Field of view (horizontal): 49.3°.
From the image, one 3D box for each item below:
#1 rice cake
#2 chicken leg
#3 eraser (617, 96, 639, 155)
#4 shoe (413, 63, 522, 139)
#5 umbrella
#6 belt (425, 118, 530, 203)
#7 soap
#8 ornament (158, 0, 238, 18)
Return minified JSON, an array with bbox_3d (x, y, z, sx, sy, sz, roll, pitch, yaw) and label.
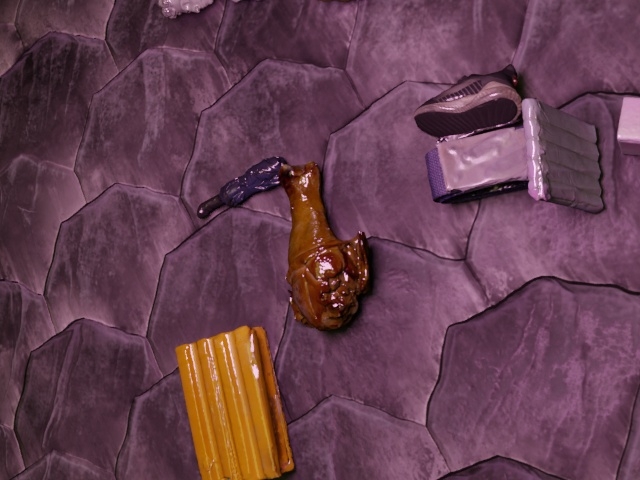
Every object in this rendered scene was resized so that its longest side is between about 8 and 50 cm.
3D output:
[{"bbox_3d":[0.424,-0.143,1.222,0.037,0.198,0.189,-10,82,50],"label":"rice cake"},{"bbox_3d":[0.006,0.005,1.429,0.212,0.140,0.360,-8,85,32],"label":"chicken leg"},{"bbox_3d":[0.649,-0.172,1.153,0.287,0.130,0.086,10,87,27],"label":"eraser"},{"bbox_3d":[0.291,-0.271,1.357,0.228,0.099,0.112,-5,52,43],"label":"shoe"},{"bbox_3d":[-0.183,-0.118,1.570,0.248,0.071,0.070,-23,76,21],"label":"umbrella"},{"bbox_3d":[0.312,-0.150,1.300,0.231,0.140,0.126,-11,80,19],"label":"belt"},{"bbox_3d":[-0.182,0.360,1.503,0.204,0.096,0.324,-18,78,23],"label":"soap"},{"bbox_3d":[-0.257,-0.612,1.629,0.285,0.120,0.130,-9,61,22],"label":"ornament"}]
